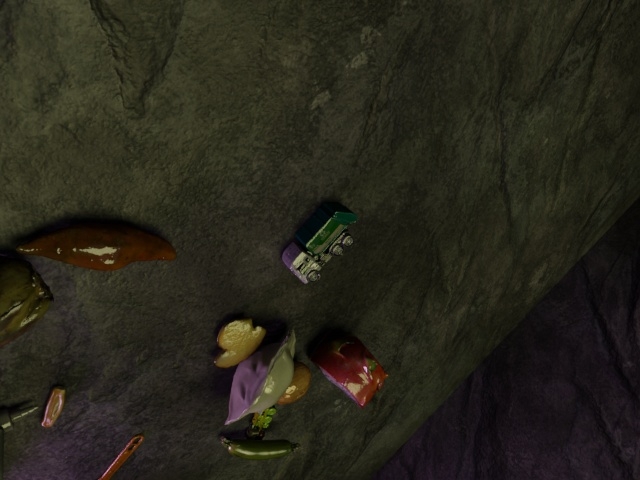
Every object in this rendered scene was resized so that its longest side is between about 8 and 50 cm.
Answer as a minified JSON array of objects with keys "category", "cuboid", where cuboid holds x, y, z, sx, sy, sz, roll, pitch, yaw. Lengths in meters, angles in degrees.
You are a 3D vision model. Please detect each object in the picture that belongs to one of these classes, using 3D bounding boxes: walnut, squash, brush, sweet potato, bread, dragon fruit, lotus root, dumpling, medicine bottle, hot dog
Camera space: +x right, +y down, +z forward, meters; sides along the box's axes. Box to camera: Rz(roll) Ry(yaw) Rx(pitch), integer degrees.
[{"category":"walnut","cuboid":[-0.111,0.497,1.931,0.180,0.144,0.144,-17,133,-36]},{"category":"squash","cuboid":[-0.227,0.773,2.042,0.318,0.071,0.080,15,82,-28]},{"category":"brush","cuboid":[-0.663,0.729,1.739,0.314,0.017,0.090,-50,143,4]},{"category":"sweet potato","cuboid":[-0.476,0.014,1.223,0.359,0.112,0.112,0,123,-38]},{"category":"bread","cuboid":[-0.268,0.308,1.696,0.188,0.065,0.149,-48,130,8]},{"category":"dragon fruit","cuboid":[0.116,0.453,1.988,0.189,0.290,0.291,-47,141,-9]},{"category":"lotus root","cuboid":[-0.690,0.148,1.110,0.274,0.160,0.152,-30,162,-17]},{"category":"dumpling","cuboid":[-0.192,0.445,1.737,0.341,0.181,0.260,-31,177,-1]},{"category":"medicine bottle","cuboid":[-0.800,0.453,1.349,0.199,0.057,0.058,-21,134,-29]},{"category":"hot dog","cuboid":[-0.699,0.436,1.445,0.044,0.028,0.137,17,110,-20]}]

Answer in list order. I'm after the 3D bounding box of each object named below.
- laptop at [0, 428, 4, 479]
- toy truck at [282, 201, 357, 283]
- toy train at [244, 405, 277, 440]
[{"category":"laptop","cuboid":[-0.862,0.579,1.321,0.187,0.015,0.269,-17,134,-47]},{"category":"toy truck","cuboid":[0.000,0.000,1.629,0.253,0.114,0.124,-46,127,1]},{"category":"toy train","cuboid":[-0.234,0.699,2.062,0.085,0.053,0.250,4,122,-33]}]
